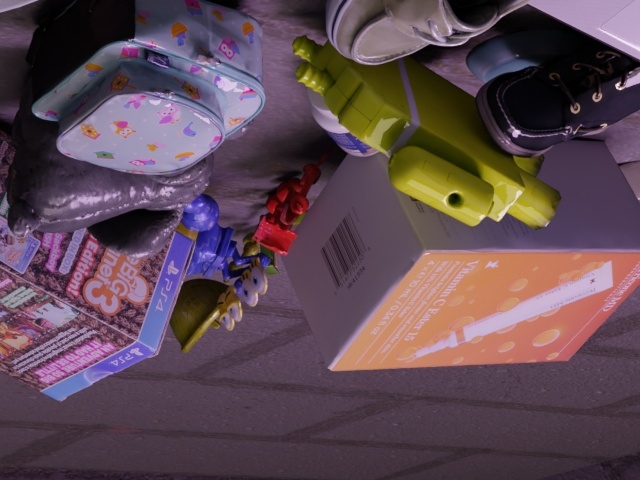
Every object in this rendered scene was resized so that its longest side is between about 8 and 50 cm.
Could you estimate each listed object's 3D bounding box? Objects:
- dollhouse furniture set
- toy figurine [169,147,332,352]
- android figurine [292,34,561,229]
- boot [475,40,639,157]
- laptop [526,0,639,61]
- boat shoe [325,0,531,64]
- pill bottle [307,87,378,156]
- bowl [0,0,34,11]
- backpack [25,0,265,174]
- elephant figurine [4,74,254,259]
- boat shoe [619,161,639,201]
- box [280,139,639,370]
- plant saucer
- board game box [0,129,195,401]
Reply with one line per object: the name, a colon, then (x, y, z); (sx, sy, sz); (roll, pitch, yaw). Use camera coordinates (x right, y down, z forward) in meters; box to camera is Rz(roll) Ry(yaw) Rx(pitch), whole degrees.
dollhouse furniture set: (0.000, 0.000, 2.084); (0.151, 0.059, 0.076); (-8, 163, 9)
toy figurine: (-0.161, -0.023, 1.924); (0.217, 0.191, 0.362); (28, 155, -8)
android figurine: (0.093, -0.107, 1.530); (0.273, 0.248, 0.056); (27, 114, -20)
boot: (0.264, -0.158, 1.546); (0.178, 0.085, 0.236); (-32, 169, 38)
laptop: (0.403, -0.155, 1.267); (0.382, 0.236, 0.408); (21, 142, -28)
boat shoe: (0.101, -0.205, 1.318); (0.109, 0.094, 0.302); (9, 154, -30)
pill bottle: (0.029, -0.132, 1.663); (0.067, 0.067, 0.120); (-10, 162, 16)
bowl: (-0.281, -0.258, 1.068); (0.297, 0.134, 0.298); (-5, 162, -2)
backpack: (-0.142, -0.141, 1.470); (0.188, 0.144, 0.166); (5, 155, -37)
elephant figurine: (-0.174, -0.072, 1.605); (0.239, 0.186, 0.169); (11, 175, -16)
boat shoe: (0.405, -0.070, 2.002); (0.137, 0.049, 0.043); (-10, 165, -2)
box: (0.168, 0.013, 1.847); (0.345, 0.168, 0.215); (0, 142, -34)
plant saucer: (0.205, -0.174, 1.656); (0.119, 0.021, 0.119); (-5, 163, -1)
board game box: (-0.323, 0.024, 1.764); (0.291, 0.141, 0.232); (31, 147, -24)
